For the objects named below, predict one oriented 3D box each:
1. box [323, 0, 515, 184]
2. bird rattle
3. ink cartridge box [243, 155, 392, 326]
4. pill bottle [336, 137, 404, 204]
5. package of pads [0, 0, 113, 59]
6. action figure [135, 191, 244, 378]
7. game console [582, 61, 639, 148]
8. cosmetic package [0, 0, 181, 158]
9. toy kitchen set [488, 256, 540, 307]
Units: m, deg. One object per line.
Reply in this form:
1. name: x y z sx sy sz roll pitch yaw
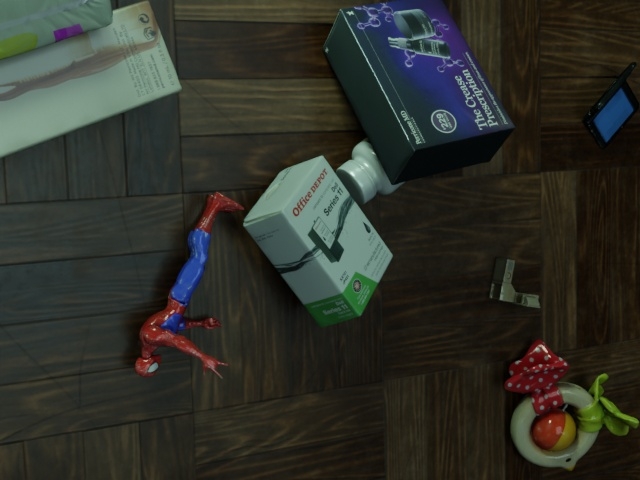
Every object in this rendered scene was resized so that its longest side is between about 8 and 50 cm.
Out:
1. box: 0.144 -0.232 1.445 0.184 0.103 0.261 -16 68 -23
2. bird rattle: 0.425 0.311 1.701 0.254 0.143 0.207 20 102 -24
3. ink cartridge box: 0.000 0.000 1.440 0.208 0.087 0.153 53 43 -21
4. pill bottle: 0.109 -0.131 1.509 0.169 0.094 0.094 -37 110 -19
5. package of pads: -0.433 -0.298 1.146 0.297 0.229 0.101 -24 135 -23
6. action figure: -0.166 0.085 1.388 0.139 0.091 0.280 30 81 -11
7. game console: 0.540 -0.244 1.731 0.071 0.107 0.122 40 75 5
8. cosmetic package: -0.352 -0.199 1.240 0.296 0.153 0.129 -26 105 -24
9. toy kitchen set: 0.352 0.075 1.666 0.083 0.068 0.075 10 91 -28
